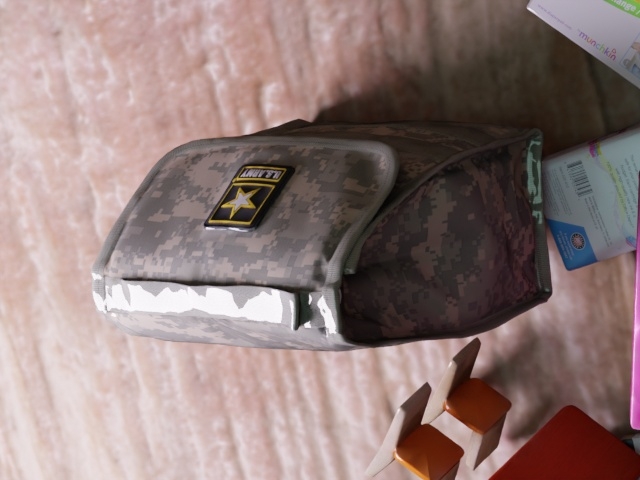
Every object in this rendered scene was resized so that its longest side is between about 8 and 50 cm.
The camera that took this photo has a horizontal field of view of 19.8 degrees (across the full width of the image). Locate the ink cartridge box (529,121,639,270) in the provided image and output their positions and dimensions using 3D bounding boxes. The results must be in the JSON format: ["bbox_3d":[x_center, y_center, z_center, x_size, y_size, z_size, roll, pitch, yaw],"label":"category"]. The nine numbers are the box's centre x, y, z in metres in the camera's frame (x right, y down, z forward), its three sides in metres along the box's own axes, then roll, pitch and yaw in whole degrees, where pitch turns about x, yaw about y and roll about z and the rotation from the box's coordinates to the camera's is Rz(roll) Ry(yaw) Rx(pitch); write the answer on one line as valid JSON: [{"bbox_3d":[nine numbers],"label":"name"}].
[{"bbox_3d":[0.237,-0.040,1.420,0.122,0.052,0.088,-19,95,26],"label":"ink cartridge box"}]

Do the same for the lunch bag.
[{"bbox_3d":[0.000,0.000,1.372,0.235,0.287,0.169,3,105,37],"label":"lunch bag"}]

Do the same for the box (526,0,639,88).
[{"bbox_3d":[0.270,-0.161,1.342,0.203,0.114,0.103,38,113,11],"label":"box"}]

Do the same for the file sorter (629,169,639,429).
[{"bbox_3d":[0.370,0.068,1.288,0.291,0.182,0.202,2,104,8],"label":"file sorter"}]

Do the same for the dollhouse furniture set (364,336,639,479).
[{"bbox_3d":[0.156,0.212,1.390,0.262,0.259,0.135,37,134,17],"label":"dollhouse furniture set"}]

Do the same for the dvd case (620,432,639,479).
[{"bbox_3d":[0.363,0.220,1.451,0.221,0.018,0.164,-10,99,23],"label":"dvd case"}]
